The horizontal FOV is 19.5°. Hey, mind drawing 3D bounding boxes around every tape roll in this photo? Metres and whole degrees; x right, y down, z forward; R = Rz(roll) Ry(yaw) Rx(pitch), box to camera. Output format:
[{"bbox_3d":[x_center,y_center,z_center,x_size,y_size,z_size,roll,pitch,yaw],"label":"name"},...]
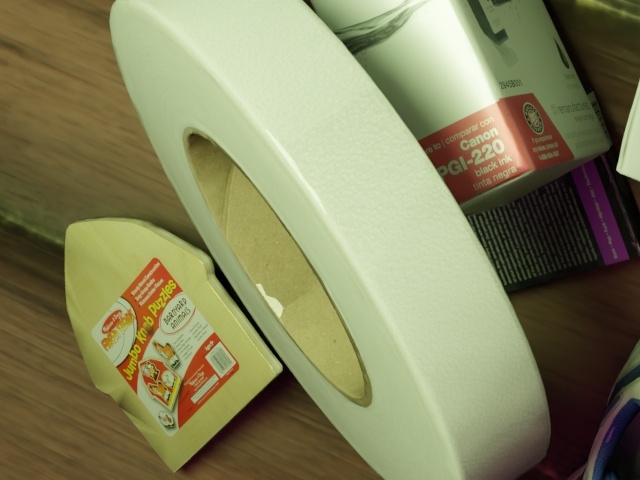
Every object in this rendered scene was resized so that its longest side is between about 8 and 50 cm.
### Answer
[{"bbox_3d":[0.000,0.000,1.168,0.072,0.392,0.392,-33,92,-13],"label":"tape roll"}]

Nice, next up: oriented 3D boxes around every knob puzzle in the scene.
[{"bbox_3d":[-0.124,0.059,1.412,0.213,0.030,0.213,21,125,33],"label":"knob puzzle"}]

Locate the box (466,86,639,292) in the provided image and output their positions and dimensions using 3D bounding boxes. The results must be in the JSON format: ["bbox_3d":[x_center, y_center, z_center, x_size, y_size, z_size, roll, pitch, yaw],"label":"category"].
[{"bbox_3d":[0.129,-0.025,1.268,0.162,0.029,0.116,-17,98,28],"label":"box"}]

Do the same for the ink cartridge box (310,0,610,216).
[{"bbox_3d":[0.078,-0.130,1.162,0.092,0.158,0.218,-28,85,26],"label":"ink cartridge box"}]

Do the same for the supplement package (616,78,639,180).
[{"bbox_3d":[0.343,-0.092,1.030,0.293,0.177,0.175,25,139,17],"label":"supplement package"}]

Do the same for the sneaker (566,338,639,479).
[{"bbox_3d":[0.203,0.187,1.247,0.112,0.131,0.296,19,116,17],"label":"sneaker"}]
